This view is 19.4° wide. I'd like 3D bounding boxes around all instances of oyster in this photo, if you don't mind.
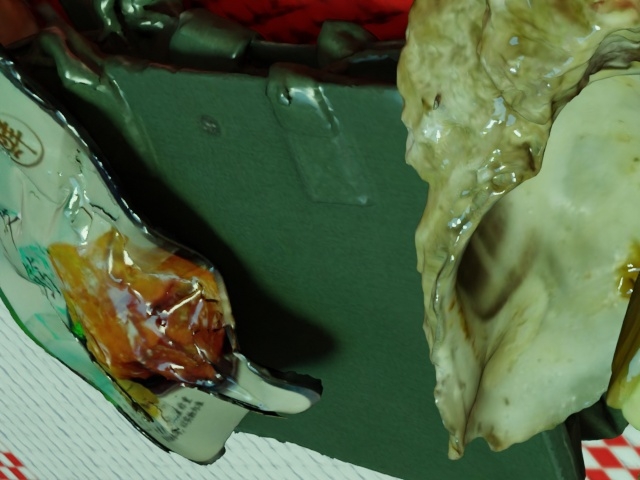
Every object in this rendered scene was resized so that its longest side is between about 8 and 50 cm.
[{"bbox_3d":[0.090,-0.025,0.653,0.107,0.162,0.232,54,168,40],"label":"oyster"}]

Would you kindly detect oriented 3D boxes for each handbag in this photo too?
[{"bbox_3d":[-0.001,0.002,0.819,0.247,0.079,0.260,12,142,39],"label":"handbag"}]

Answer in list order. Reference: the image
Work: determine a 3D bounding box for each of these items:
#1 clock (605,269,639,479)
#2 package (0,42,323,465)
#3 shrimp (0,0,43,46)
[{"bbox_3d":[0.226,0.085,0.576,0.286,0.117,0.348,5,147,32],"label":"clock"},{"bbox_3d":[-0.106,0.014,0.839,0.232,0.040,0.166,47,148,-12],"label":"package"},{"bbox_3d":[-0.264,-0.059,1.012,0.221,0.110,0.446,48,147,-6],"label":"shrimp"}]
